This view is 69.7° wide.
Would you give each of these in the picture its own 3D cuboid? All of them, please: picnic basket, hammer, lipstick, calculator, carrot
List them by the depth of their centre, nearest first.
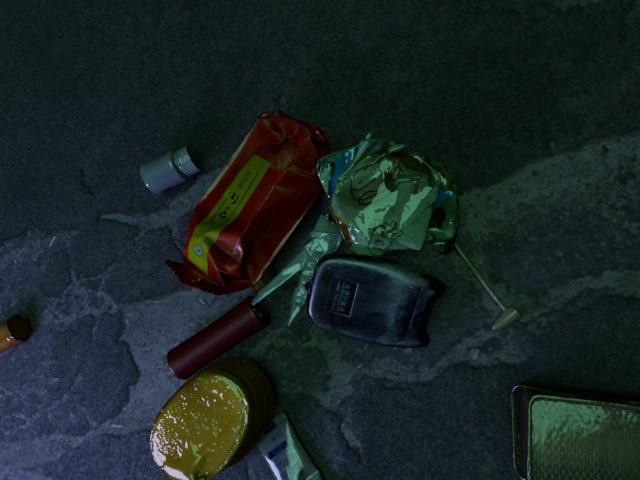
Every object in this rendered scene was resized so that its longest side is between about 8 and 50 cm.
[{"bbox_3d":[0.466,0.340,0.772,0.266,0.139,0.165,2,83,15],"label":"picnic basket"},{"bbox_3d":[0.098,0.117,0.888,0.268,0.040,0.177,13,107,4],"label":"calculator"},{"bbox_3d":[0.313,0.085,0.913,0.060,0.028,0.195,-38,71,14],"label":"hammer"},{"bbox_3d":[-0.224,0.214,1.008,0.241,0.080,0.080,-35,75,8],"label":"lipstick"},{"bbox_3d":[-0.837,0.263,1.180,0.205,0.072,0.072,-27,76,17],"label":"carrot"}]

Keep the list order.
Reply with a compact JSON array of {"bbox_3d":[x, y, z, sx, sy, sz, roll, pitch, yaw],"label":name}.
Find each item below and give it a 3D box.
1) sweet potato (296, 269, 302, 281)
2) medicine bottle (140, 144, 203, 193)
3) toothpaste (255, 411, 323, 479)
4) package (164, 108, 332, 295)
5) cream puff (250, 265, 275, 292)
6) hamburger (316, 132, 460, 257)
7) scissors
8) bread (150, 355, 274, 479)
[{"bbox_3d":[0.054,0.135,0.957,0.255,0.058,0.078,23,67,13],"label":"sweet potato"},{"bbox_3d":[-0.354,-0.171,1.096,0.130,0.080,0.080,-23,77,10],"label":"medicine bottle"},{"bbox_3d":[-0.043,0.493,0.939,0.096,0.061,0.266,-40,67,8],"label":"toothpaste"},{"bbox_3d":[-0.146,-0.074,0.974,0.196,0.123,0.423,32,87,42],"label":"package"},{"bbox_3d":[-0.139,0.074,1.014,0.083,0.058,0.083,0,80,16],"label":"cream puff"},{"bbox_3d":[0.142,-0.092,0.886,0.276,0.150,0.260,-12,76,1],"label":"hamburger"},{"bbox_3d":[0.000,0.000,0.969,0.256,0.029,0.383,34,81,17],"label":"scissors"},{"bbox_3d":[-0.222,0.370,0.952,0.195,0.142,0.270,40,96,14],"label":"bread"}]
